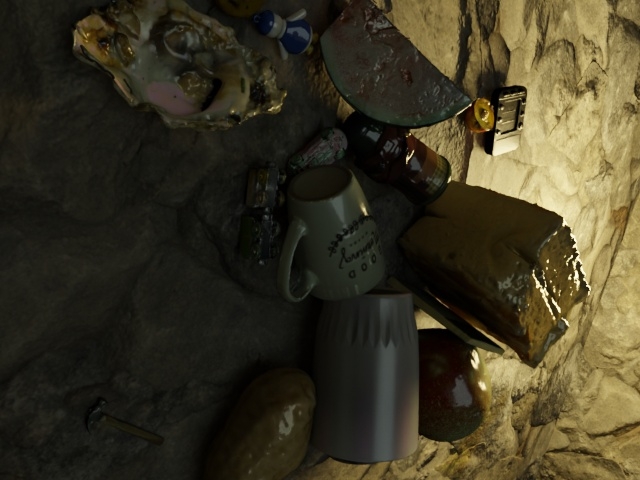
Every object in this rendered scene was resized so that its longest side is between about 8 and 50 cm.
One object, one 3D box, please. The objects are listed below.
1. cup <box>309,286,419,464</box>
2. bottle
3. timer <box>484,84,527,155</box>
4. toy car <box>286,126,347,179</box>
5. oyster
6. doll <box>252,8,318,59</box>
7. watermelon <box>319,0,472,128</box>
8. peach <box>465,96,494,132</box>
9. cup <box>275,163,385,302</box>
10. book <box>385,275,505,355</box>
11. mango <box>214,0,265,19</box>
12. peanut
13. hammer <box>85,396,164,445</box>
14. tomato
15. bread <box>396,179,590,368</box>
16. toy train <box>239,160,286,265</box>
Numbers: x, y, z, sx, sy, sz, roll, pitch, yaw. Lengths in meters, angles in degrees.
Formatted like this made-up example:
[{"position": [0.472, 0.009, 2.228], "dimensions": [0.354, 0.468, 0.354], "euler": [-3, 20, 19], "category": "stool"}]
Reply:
[{"position": [0.105, 0.297, 1.199], "dimensions": [0.253, 0.253, 0.372], "euler": [3, 91, -42], "category": "cup"}, {"position": [0.168, -0.194, 1.166], "dimensions": [0.271, 0.143, 0.156], "euler": [30, 103, -30], "category": "bottle"}, {"position": [0.531, -0.348, 1.510], "dimensions": [0.144, 0.055, 0.187], "euler": [-19, 120, -34], "category": "timer"}, {"position": [-0.008, -0.177, 1.088], "dimensions": [0.142, 0.055, 0.069], "euler": [-42, 129, -6], "category": "toy car"}, {"position": [-0.218, -0.269, 0.852], "dimensions": [0.354, 0.107, 0.201], "euler": [20, 71, -32], "category": "oyster"}, {"position": [-0.065, -0.385, 0.964], "dimensions": [0.143, 0.058, 0.099], "euler": [5, 121, -41], "category": "doll"}, {"position": [0.148, -0.335, 1.044], "dimensions": [0.305, 0.180, 0.224], "euler": [39, 60, -8], "category": "watermelon"}, {"position": [0.423, -0.336, 1.411], "dimensions": [0.098, 0.061, 0.098], "euler": [9, 76, -39], "category": "peach"}, {"position": [0.000, 0.000, 1.043], "dimensions": [0.258, 0.186, 0.234], "euler": [-44, 136, -29], "category": "cup"}, {"position": [0.320, 0.190, 1.344], "dimensions": [0.201, 0.289, 0.026], "euler": [23, 101, -43], "category": "book"}, {"position": [-0.134, -0.455, 0.869], "dimensions": [0.103, 0.076, 0.161], "euler": [-2, 98, -35], "category": "mango"}, {"position": [-0.133, 0.449, 1.117], "dimensions": [0.192, 0.169, 0.387], "euler": [32, 85, -32], "category": "peanut"}, {"position": [-0.364, 0.355, 0.983], "dimensions": [0.062, 0.017, 0.182], "euler": [-54, 133, -13], "category": "hammer"}, {"position": [0.316, 0.363, 1.381], "dimensions": [0.239, 0.303, 0.303], "euler": [-30, 133, 15], "category": "tomato"}, {"position": [0.450, 0.073, 1.368], "dimensions": [0.279, 0.390, 0.371], "euler": [-47, 132, -9], "category": "bread"}, {"position": [-0.115, -0.054, 1.022], "dimensions": [0.060, 0.081, 0.202], "euler": [2, 97, -43], "category": "toy train"}]
